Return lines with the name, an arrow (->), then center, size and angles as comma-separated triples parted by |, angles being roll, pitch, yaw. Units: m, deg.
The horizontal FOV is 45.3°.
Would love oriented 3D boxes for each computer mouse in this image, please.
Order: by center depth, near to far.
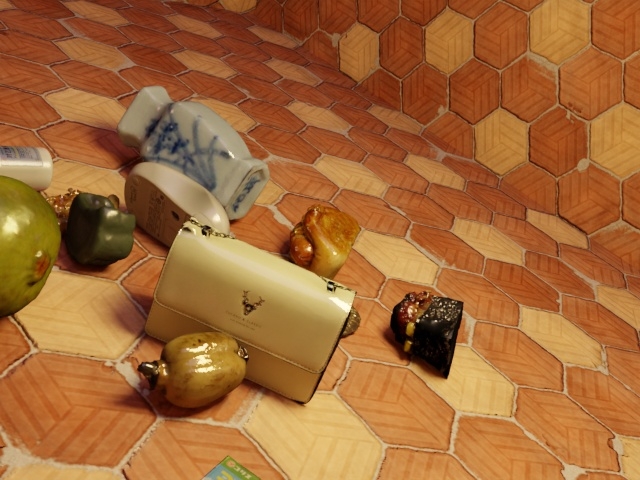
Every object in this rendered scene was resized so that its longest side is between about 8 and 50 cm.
computer mouse -> -0.319, -0.070, 1.773 | 0.296, 0.184, 0.121 | 33, 45, 23

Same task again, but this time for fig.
fig -> -0.618, -0.005, 1.337 | 0.326, 0.258, 0.258 | 19, 23, 22

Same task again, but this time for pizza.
pizza -> -0.556, -0.066, 1.718 | 0.134, 0.056, 0.271 | 46, 32, 24

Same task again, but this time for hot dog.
hot dog -> 0.000, 0.000, 1.945 | 0.153, 0.150, 0.257 | 32, 26, -1

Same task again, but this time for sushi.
sushi -> 0.240, 0.196, 1.767 | 0.150, 0.153, 0.172 | 10, 45, 15

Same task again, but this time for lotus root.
lotus root -> -0.225, 0.228, 1.352 | 0.220, 0.118, 0.125 | -8, 52, -42

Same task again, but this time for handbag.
handbag -> -0.133, 0.131, 1.479 | 0.358, 0.237, 0.160 | 24, 24, 2

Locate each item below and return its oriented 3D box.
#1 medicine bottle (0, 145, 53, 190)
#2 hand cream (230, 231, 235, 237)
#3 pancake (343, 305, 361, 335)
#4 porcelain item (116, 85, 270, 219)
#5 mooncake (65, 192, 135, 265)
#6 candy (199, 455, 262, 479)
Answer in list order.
medicine bottle -> -0.709, -0.162, 1.724 | 0.186, 0.103, 0.103 | -2, 36, -42
hand cream -> -0.278, -0.022, 1.882 | 0.142, 0.053, 0.084 | 15, 22, 19
pancake -> 0.002, 0.161, 1.776 | 0.199, 0.021, 0.199 | 19, 27, -10
porcelain item -> -0.334, -0.229, 2.000 | 0.405, 0.243, 0.178 | 36, 4, 22
mooncake -> -0.460, -0.029, 1.605 | 0.104, 0.168, 0.175 | 2, 48, -39
candy -> -0.159, 0.408, 1.130 | 0.097, 0.062, 0.194 | 31, 27, 18
